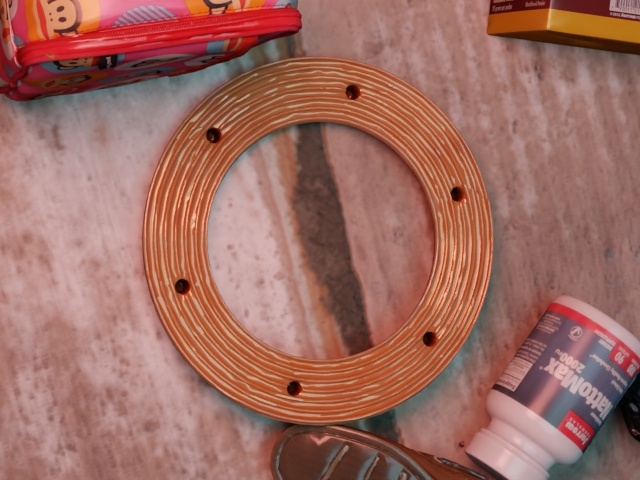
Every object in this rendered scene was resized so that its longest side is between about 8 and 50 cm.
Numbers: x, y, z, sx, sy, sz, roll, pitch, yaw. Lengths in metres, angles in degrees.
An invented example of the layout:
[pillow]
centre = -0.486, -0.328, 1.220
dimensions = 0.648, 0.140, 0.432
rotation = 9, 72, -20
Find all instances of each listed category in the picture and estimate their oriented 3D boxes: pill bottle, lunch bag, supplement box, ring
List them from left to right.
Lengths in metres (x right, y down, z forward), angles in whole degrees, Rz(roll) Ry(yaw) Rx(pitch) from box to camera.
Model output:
[lunch bag]
centre = -0.136, -0.192, 1.314
dimensions = 0.258, 0.293, 0.120
rotation = -11, 94, -18
[ring]
centre = 0.000, 0.000, 1.501
dimensions = 0.336, 0.032, 0.336
rotation = 1, 87, -18
[pill bottle]
centre = 0.222, 0.153, 1.568
dimensions = 0.108, 0.108, 0.180
rotation = 38, 82, -18
[supplement box]
centre = 0.277, -0.280, 1.536
dimensions = 0.191, 0.129, 0.194
rotation = 5, 93, -19

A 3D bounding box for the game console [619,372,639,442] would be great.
[game console]
centre = 0.365, 0.173, 1.642
dimensions = 0.122, 0.107, 0.071
rotation = 34, 112, -18

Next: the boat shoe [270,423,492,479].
[boat shoe]
centre = 0.096, 0.255, 1.538
dimensions = 0.307, 0.104, 0.111
rotation = 26, 96, 1
